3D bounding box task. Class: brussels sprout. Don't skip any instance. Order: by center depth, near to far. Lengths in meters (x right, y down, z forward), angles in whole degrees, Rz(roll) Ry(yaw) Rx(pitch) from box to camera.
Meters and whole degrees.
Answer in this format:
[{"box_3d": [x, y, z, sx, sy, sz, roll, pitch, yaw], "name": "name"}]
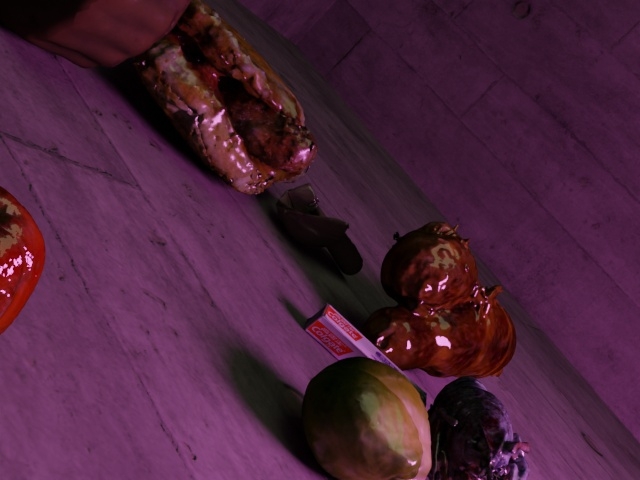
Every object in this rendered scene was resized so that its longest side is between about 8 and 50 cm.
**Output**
[{"box_3d": [0.048, 0.197, 0.962, 0.155, 0.118, 0.155, 39, 36, -36], "name": "brussels sprout"}]

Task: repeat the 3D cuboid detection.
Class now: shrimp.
[{"box_3d": [0.208, 0.274, 1.140, 0.172, 0.137, 0.372, 27, 14, -4], "name": "shrimp"}]

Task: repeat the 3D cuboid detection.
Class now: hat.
[{"box_3d": [0.000, 0.000, 1.529, 0.147, 0.085, 0.175, 45, -15, 53], "name": "hat"}]

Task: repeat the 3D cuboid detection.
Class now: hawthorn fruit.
[{"box_3d": [-0.252, 0.013, 0.613, 0.128, 0.128, 0.128, 42, 14, -13], "name": "hawthorn fruit"}]

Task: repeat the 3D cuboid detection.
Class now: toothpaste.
[{"box_3d": [0.062, 0.169, 1.244, 0.196, 0.047, 0.040, 43, 28, -9], "name": "toothpaste"}]

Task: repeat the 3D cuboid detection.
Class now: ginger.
[{"box_3d": [0.208, 0.107, 1.452, 0.176, 0.254, 0.418, 14, -6, 35], "name": "ginger"}]

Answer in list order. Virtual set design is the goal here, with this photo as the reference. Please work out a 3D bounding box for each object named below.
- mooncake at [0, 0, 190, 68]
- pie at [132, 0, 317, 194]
[{"box_3d": [-0.313, -0.385, 1.253, 0.290, 0.290, 0.161, 53, 12, 29], "name": "mooncake"}, {"box_3d": [-0.169, -0.241, 1.504, 0.395, 0.180, 0.418, 49, 0, -8], "name": "pie"}]
